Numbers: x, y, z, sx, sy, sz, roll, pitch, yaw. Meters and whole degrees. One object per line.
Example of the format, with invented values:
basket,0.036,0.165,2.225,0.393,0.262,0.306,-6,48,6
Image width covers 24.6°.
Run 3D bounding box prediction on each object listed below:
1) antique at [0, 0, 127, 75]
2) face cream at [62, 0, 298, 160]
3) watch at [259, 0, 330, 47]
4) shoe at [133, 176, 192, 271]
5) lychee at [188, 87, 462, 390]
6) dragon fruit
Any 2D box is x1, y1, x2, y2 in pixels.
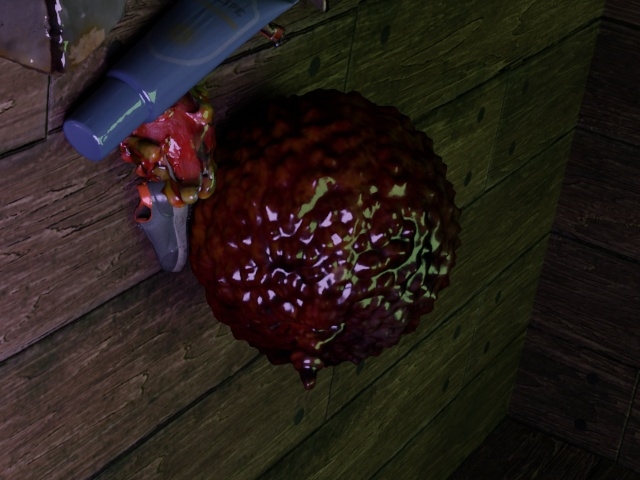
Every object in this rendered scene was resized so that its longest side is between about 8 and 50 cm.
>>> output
antique,-0.300,-0.337,1.583,0.150,0.125,0.284,-50,151,-39
face cream,-0.187,-0.248,1.927,0.385,0.135,0.086,-48,163,-29
watch,-0.051,-0.372,2.155,0.165,0.102,0.268,-53,162,-18
shoe,-0.229,-0.026,2.090,0.077,0.074,0.194,-7,141,-16
lychee,0.000,0.000,2.178,0.424,0.424,0.500,84,13,-47
dragon fruit,-0.197,-0.128,1.976,0.150,0.208,0.133,-28,144,14
